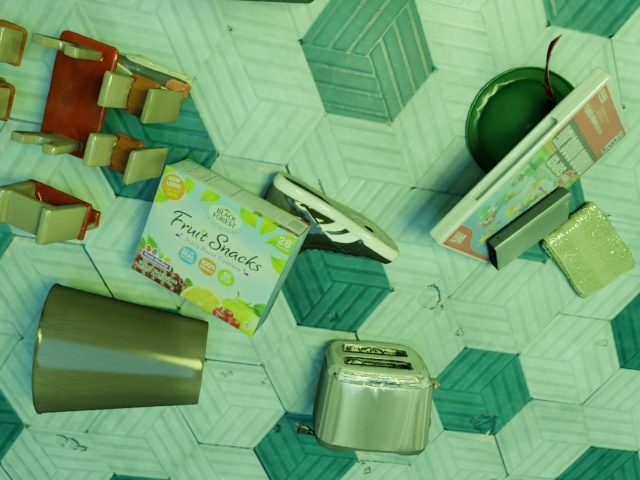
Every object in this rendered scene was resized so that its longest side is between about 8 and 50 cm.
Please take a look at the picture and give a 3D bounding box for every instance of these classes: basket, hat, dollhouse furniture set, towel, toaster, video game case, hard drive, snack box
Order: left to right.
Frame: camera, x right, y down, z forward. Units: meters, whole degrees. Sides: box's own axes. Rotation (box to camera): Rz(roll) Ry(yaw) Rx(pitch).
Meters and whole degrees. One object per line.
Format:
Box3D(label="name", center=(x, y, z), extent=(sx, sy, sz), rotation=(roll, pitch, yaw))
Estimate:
Box3D(label="dollhouse furniture set", center=(-0.329, -0.135, 0.738), extent=(0.262, 0.135, 0.259), rotation=(23, 105, 7))
Box3D(label="basket", center=(-0.291, 0.175, 0.855), extent=(0.227, 0.154, 0.204), rotation=(9, 111, -11))
Box3D(label="snack box", center=(-0.144, 0.009, 0.802), extent=(0.207, 0.070, 0.174), rotation=(29, 113, 5))
Box3D(label="toaster", center=(0.078, 0.252, 0.922), extent=(0.227, 0.129, 0.146), rotation=(7, 106, -5))
Box3D(label="hard drive", center=(0.313, -0.016, 0.849), extent=(0.135, 0.022, 0.094), rotation=(-37, 150, 2))
Box3D(label="video game case", center=(0.295, -0.084, 0.784), extent=(0.285, 0.025, 0.204), rotation=(-47, 149, 18))
Box3D(label="hat", center=(0.300, -0.142, 0.755), extent=(0.209, 0.183, 0.173), rotation=(30, 106, -14))
Box3D(label="towel", center=(0.433, 0.018, 0.911), extent=(0.110, 0.027, 0.148), rotation=(-39, 109, 9))

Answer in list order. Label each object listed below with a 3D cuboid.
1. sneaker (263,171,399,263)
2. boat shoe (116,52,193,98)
Box3D(label="sneaker", center=(0.000, 0.000, 0.850), extent=(0.217, 0.079, 0.121), rotation=(32, 109, -6))
Box3D(label="boat shoe", center=(-0.240, -0.225, 0.759), extent=(0.137, 0.049, 0.043), rotation=(25, 69, -3))
